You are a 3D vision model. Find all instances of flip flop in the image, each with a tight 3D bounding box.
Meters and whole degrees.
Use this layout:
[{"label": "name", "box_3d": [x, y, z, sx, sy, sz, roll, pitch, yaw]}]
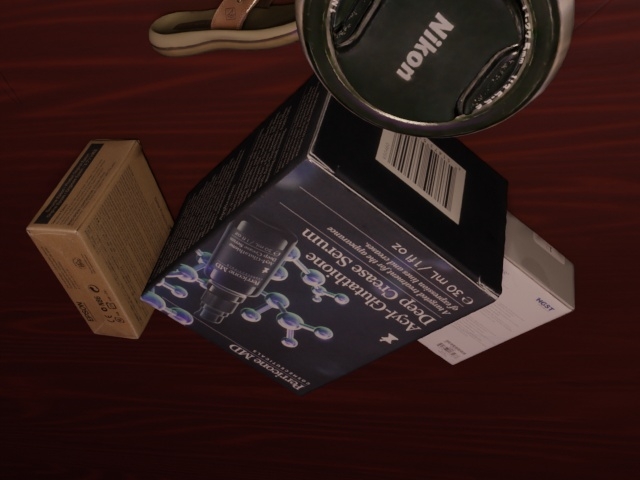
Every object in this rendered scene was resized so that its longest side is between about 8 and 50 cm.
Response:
[{"label": "flip flop", "box_3d": [-0.076, -0.265, 0.845, 0.277, 0.112, 0.080, 0, 122, 25]}]

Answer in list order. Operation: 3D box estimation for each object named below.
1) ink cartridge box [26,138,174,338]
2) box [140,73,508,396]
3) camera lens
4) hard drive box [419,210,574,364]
[{"label": "ink cartridge box", "box_3d": [-0.304, -0.001, 1.122, 0.088, 0.193, 0.234, 3, 136, 18]}, {"label": "box", "box_3d": [0.000, 0.000, 1.013, 0.293, 0.212, 0.395, 35, 136, -20]}, {"label": "camera lens", "box_3d": [0.108, -0.242, 0.667, 0.219, 0.274, 0.219, 9, 138, 9]}, {"label": "hard drive box", "box_3d": [0.219, 0.068, 1.106, 0.181, 0.089, 0.232, 36, 135, -21]}]
